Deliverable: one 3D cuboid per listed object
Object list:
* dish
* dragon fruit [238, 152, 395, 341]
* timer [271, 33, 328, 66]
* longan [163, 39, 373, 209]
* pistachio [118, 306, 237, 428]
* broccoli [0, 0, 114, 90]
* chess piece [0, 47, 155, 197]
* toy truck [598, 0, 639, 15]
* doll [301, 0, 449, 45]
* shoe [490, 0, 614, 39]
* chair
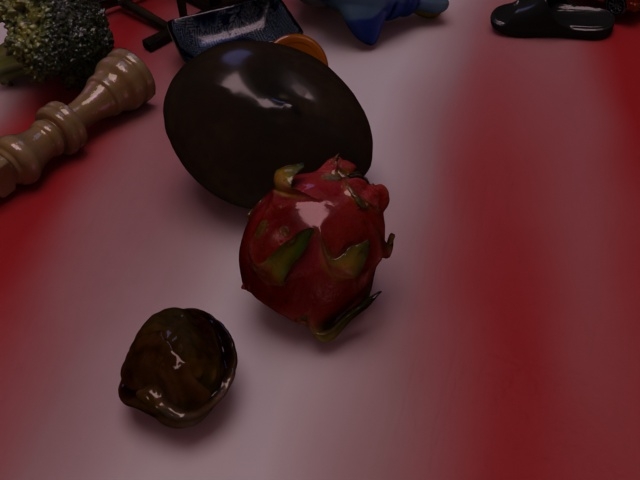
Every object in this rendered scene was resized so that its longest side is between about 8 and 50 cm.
[{"bbox_3d":[-0.168,-0.394,1.988,0.243,0.080,0.182,-17,42,-11],"label":"dish"},{"bbox_3d":[-0.003,0.005,1.404,0.224,0.227,0.224,31,24,-15],"label":"dragon fruit"},{"bbox_3d":[-0.070,-0.328,1.893,0.132,0.132,0.152,-19,18,-14],"label":"timer"},{"bbox_3d":[-0.082,-0.185,1.606,0.350,0.288,0.288,18,46,11],"label":"longan"},{"bbox_3d":[-0.194,0.159,1.327,0.165,0.131,0.210,-15,33,-5],"label":"pistachio"},{"bbox_3d":[-0.535,-0.417,1.964,0.259,0.235,0.288,6,6,12],"label":"broccoli"},{"bbox_3d":[-0.471,-0.202,1.792,0.117,0.117,0.397,23,50,29],"label":"chess piece"},{"bbox_3d":[0.563,-0.546,2.027,0.107,0.114,0.252,-28,45,-35],"label":"toy truck"},{"bbox_3d":[0.060,-0.539,2.033,0.365,0.187,0.376,29,48,31],"label":"doll"},{"bbox_3d":[0.461,-0.462,1.973,0.241,0.093,0.108,8,45,14],"label":"shoe"},{"bbox_3d":[-0.284,-0.613,2.165,0.416,0.203,0.240,-34,51,-29],"label":"chair"}]
